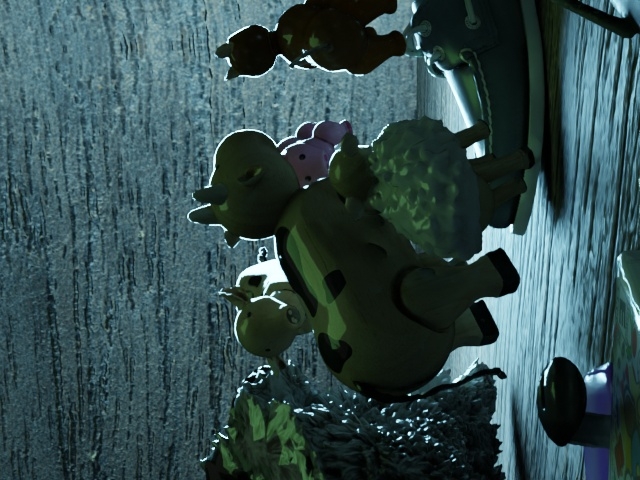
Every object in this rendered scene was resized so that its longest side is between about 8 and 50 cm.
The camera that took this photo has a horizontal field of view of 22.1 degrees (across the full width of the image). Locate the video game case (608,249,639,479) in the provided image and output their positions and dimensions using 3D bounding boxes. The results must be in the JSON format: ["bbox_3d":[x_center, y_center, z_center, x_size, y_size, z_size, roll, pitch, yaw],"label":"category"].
[{"bbox_3d":[0.144,0.148,0.671,0.206,0.026,0.226,-91,-1,-65],"label":"video game case"}]

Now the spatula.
[{"bbox_3d":[0.128,0.090,0.801,0.296,0.030,0.084,38,-130,-71],"label":"spatula"}]

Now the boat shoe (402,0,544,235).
[{"bbox_3d":[0.104,-0.154,1.192,0.116,0.099,0.319,97,171,-72],"label":"boat shoe"}]

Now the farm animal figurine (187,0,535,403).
[{"bbox_3d":[0.000,0.000,1.184,0.326,0.172,0.330,51,153,42],"label":"farm animal figurine"}]

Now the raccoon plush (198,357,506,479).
[{"bbox_3d":[0.116,0.234,1.276,0.446,0.299,0.216,31,118,50],"label":"raccoon plush"}]

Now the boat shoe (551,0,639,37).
[{"bbox_3d":[0.071,-0.174,0.569,0.500,0.156,0.186,-94,3,-69],"label":"boat shoe"}]
